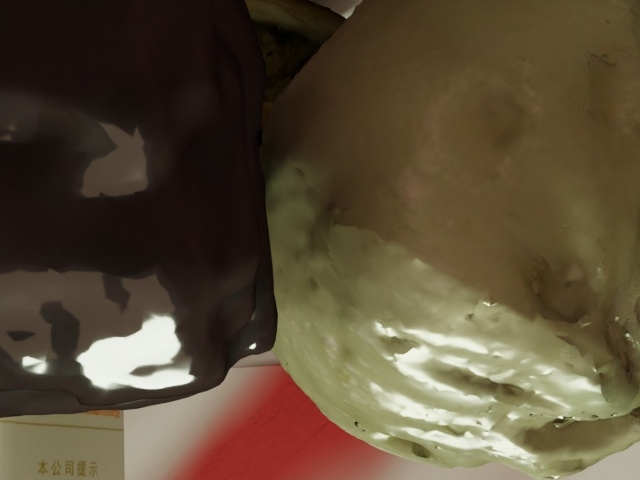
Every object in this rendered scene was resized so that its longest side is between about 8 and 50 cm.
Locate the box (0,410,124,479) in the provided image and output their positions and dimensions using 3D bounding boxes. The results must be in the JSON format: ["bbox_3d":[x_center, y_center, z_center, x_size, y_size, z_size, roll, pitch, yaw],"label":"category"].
[{"bbox_3d":[-0.265,0.132,1.261,0.051,0.365,0.204,-8,167,25],"label":"box"}]

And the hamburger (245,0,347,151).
[{"bbox_3d":[-0.048,-0.097,0.804,0.159,0.131,0.185,12,168,3],"label":"hamburger"}]

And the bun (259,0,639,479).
[{"bbox_3d":[0.123,-0.017,0.723,0.234,0.326,0.362,29,174,25],"label":"bun"}]

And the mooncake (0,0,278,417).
[{"bbox_3d":[-0.093,-0.071,0.521,0.141,0.283,0.283,-7,169,-2],"label":"mooncake"}]
